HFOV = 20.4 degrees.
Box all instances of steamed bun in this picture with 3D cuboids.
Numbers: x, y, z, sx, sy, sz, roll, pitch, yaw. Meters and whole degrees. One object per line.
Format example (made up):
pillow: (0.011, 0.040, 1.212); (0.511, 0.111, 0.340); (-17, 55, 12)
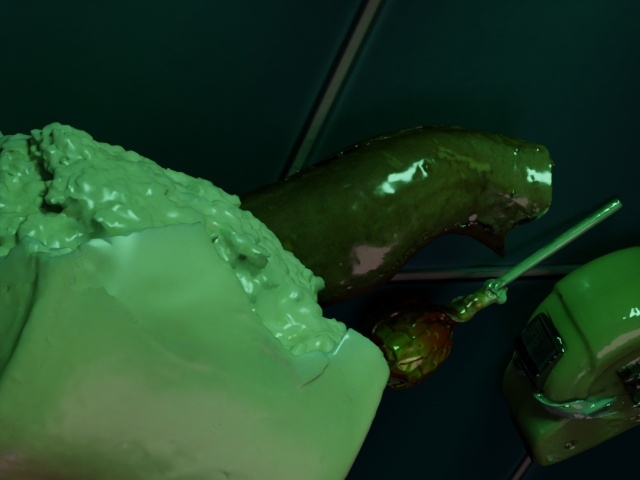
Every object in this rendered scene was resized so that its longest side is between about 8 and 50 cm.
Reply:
steamed bun: (-0.071, 0.045, 0.903); (0.225, 0.200, 0.170); (18, 141, -20)

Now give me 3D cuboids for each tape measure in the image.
tape measure: (0.211, 0.074, 1.243); (0.177, 0.087, 0.154); (-26, 143, -2)

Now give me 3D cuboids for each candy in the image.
candy: (0.114, 0.029, 1.172); (0.201, 0.060, 0.060); (-32, 144, -2)

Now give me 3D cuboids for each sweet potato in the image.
sweet potato: (0.002, 0.006, 1.038); (0.285, 0.085, 0.112); (-25, 149, 1)
